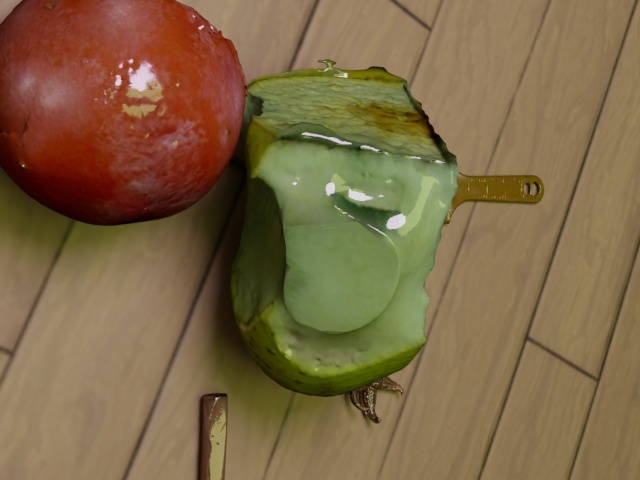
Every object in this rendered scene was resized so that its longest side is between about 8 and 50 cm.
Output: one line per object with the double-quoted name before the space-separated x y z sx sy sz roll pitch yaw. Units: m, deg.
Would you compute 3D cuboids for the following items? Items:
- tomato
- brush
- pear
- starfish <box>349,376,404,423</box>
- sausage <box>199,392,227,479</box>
"tomato" -0.167 -0.104 0.875 0.208 0.208 0.184 36 76 -31
"brush" 0.178 -0.060 1.247 0.218 0.010 0.082 -2 92 -37
"pear" 0.000 0.000 1.004 0.176 0.286 0.281 3 114 -8
"starfish" 0.061 0.142 1.153 0.091 0.028 0.078 -44 121 -30
"sausage" -0.102 0.202 1.037 0.026 0.026 0.116 3 90 -36
